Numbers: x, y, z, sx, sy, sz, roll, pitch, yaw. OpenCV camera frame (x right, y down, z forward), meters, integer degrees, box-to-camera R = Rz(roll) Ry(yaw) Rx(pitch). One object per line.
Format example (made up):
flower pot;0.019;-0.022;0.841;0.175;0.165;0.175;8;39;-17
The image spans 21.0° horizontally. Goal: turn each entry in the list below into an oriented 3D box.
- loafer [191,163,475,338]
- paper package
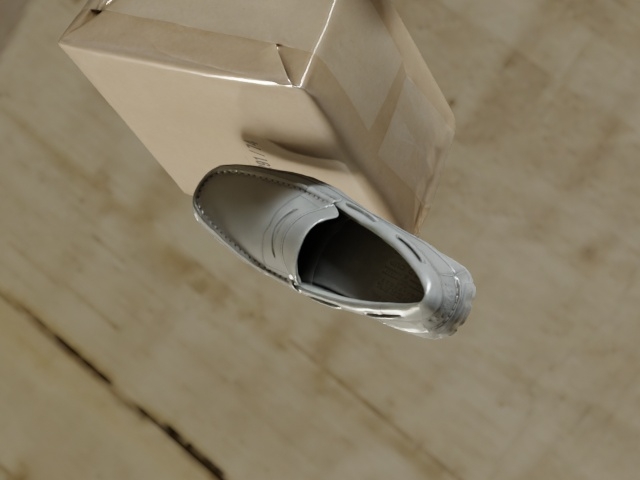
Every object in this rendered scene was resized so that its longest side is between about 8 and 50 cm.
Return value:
loafer;0.000;0.000;1.668;0.111;0.319;0.112;22;-90;-62
paper package;-0.058;-0.162;1.804;0.168;0.309;0.325;-67;-30;-20
